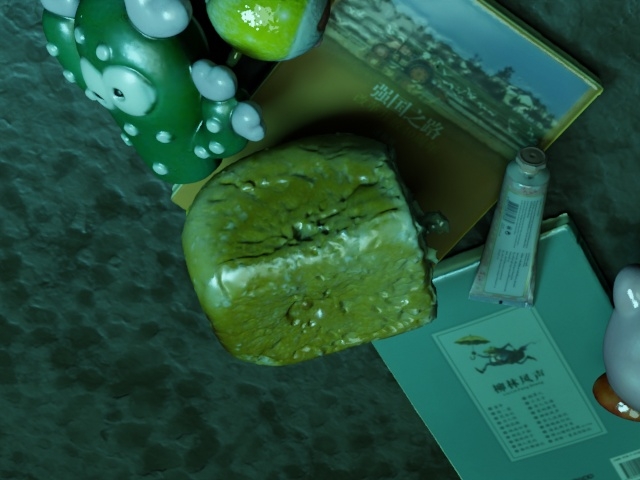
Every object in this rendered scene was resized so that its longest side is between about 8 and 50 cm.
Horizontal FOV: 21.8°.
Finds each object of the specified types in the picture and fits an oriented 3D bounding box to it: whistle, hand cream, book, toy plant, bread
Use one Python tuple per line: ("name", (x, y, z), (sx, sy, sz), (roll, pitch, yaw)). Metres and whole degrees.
("whistle", (-0.021, -0.248, 1.516), (0.123, 0.123, 0.223), (30, 109, -14))
("hand cream", (0.195, -0.007, 1.660), (0.067, 0.043, 0.210), (8, 135, 1))
("book", (0.058, -0.097, 1.643), (0.262, 0.028, 0.374), (35, 119, -13))
("toy plant", (-0.160, -0.162, 1.554), (0.243, 0.112, 0.232), (53, 150, -17))
("bread", (0.000, 0.000, 1.593), (0.246, 0.176, 0.195), (-16, 144, 2))
("book", (0.228, 0.158, 1.815), (0.264, 0.031, 0.379), (-20, 120, 21))

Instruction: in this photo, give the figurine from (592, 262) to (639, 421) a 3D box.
("figurine", (0.369, 0.104, 1.675), (0.173, 0.173, 0.173), (4, 126, 5))
